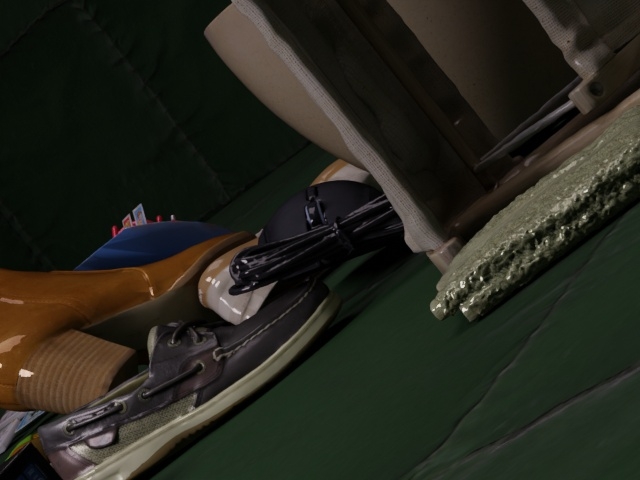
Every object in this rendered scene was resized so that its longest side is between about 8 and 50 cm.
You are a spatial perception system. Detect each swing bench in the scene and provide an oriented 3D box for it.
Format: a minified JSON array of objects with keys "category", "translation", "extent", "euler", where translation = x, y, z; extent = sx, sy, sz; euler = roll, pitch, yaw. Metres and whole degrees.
[{"category":"swing bench","translation":[0.091,-0.156,1.185],"extent":[0.255,0.253,0.165],"euler":[-37,5,6]}]

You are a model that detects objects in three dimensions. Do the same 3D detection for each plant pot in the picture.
[{"category":"plant pot","translation":[0.084,-0.147,1.452],"extent":[0.284,0.191,0.284],"euler":[-32,1,1]}]

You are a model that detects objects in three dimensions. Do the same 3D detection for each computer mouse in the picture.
[{"category":"computer mouse","translation":[0.035,-0.024,1.383],"extent":[0.184,0.060,0.262],"euler":[-21,-2,10]}]

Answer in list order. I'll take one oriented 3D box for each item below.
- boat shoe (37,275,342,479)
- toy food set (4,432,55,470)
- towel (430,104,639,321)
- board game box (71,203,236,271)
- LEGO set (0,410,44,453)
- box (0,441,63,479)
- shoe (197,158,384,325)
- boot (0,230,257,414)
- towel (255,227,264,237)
[{"category":"boat shoe","translation":[-0.089,0.088,1.305],"extent":[0.223,0.073,0.080],"euler":[-38,4,7]},{"category":"toy food set","translation":[-0.219,0.167,1.736],"extent":[0.192,0.038,0.132],"euler":[-34,6,42]},{"category":"towel","translation":[0.118,-0.015,1.008],"extent":[0.148,0.027,0.110],"euler":[-37,6,12]},{"category":"board game box","translation":[-0.148,0.008,1.757],"extent":[0.133,0.033,0.169],"euler":[9,-30,-38]},{"category":"LEGO set","translation":[-0.302,0.178,2.376],"extent":[0.244,0.060,0.182],"euler":[-36,17,42]},{"category":"box","translation":[-0.278,0.259,1.099],"extent":[0.257,0.079,0.322],"euler":[-39,4,18]},{"category":"shoe","translation":[0.000,0.000,1.631],"extent":[0.219,0.058,0.076],"euler":[-38,-40,-21]},{"category":"boot","translation":[-0.198,0.047,1.652],"extent":[0.295,0.211,0.104],"euler":[-42,-39,-53]},{"category":"towel","translation":[-0.023,-0.003,1.833],"extent":[0.282,0.049,0.187],"euler":[-36,5,26]}]
